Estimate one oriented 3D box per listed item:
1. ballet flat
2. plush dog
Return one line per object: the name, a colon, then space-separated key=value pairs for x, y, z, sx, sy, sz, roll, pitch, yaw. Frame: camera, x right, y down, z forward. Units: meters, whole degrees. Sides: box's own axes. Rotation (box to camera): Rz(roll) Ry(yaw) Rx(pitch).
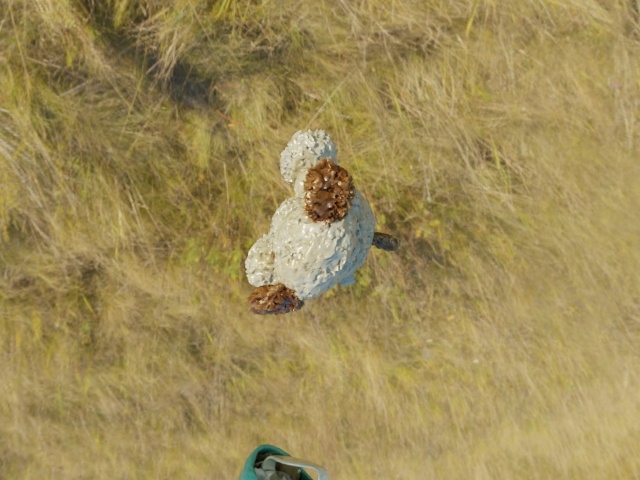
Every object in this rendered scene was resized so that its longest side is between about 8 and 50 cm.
ballet flat: x=0.001 y=0.272 z=0.472 sx=0.247 sy=0.087 sz=0.083 roll=15 pitch=-173 yaw=44
plush dog: x=0.000 y=0.000 z=0.675 sx=0.210 sy=0.225 sz=0.262 roll=24 pitch=109 yaw=7
